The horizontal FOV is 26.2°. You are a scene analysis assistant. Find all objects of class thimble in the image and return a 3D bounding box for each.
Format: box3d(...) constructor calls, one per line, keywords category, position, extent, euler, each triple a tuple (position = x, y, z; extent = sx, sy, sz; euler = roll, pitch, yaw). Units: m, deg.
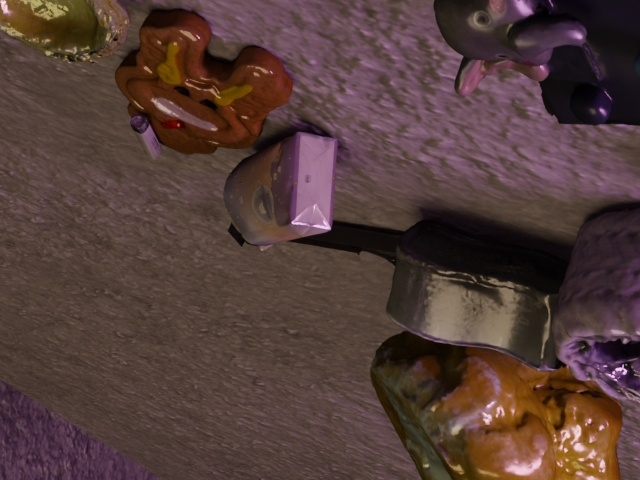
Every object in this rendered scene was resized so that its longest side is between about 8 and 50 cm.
box3d(category="thimble", position=(0.374, 0.080, 1.461), extent=(0.245, 0.157, 0.217), euler=(11, 156, 25))

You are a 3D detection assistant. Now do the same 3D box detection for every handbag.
box3d(category="handbag", position=(0.192, -0.200, 1.055), extent=(0.269, 0.118, 0.325), euler=(0, 147, 45))
box3d(category="handbag", position=(-0.049, -0.055, 1.610), extent=(0.095, 0.117, 0.173), euler=(11, 167, -25))

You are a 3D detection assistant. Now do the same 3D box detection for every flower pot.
box3d(category="flower pot", position=(0.194, 0.064, 1.621), extent=(0.229, 0.103, 0.108), euler=(15, 121, 18))

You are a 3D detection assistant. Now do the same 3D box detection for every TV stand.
box3d(category="TV stand", position=(0.000, 0.000, 1.793), extent=(0.256, 0.040, 0.049), euler=(10, 155, 30))

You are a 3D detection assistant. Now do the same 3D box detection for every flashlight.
box3d(category="flashlight", position=(-0.208, -0.124, 1.638), extent=(0.018, 0.018, 0.083), euler=(26, 163, 17))

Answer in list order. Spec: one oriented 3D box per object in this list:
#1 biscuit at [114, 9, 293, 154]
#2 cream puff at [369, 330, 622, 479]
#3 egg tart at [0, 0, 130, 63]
box3d(category="biscuit", position=(-0.143, -0.162, 1.557), extent=(0.186, 0.044, 0.295), euler=(28, 157, -6))
box3d(category="cream puff", position=(0.249, 0.224, 1.779), extent=(0.378, 0.275, 0.378), euler=(57, 172, 12))
box3d(category="egg tart", position=(-0.276, -0.263, 1.404), extent=(0.197, 0.078, 0.197), euler=(17, 157, 8))
